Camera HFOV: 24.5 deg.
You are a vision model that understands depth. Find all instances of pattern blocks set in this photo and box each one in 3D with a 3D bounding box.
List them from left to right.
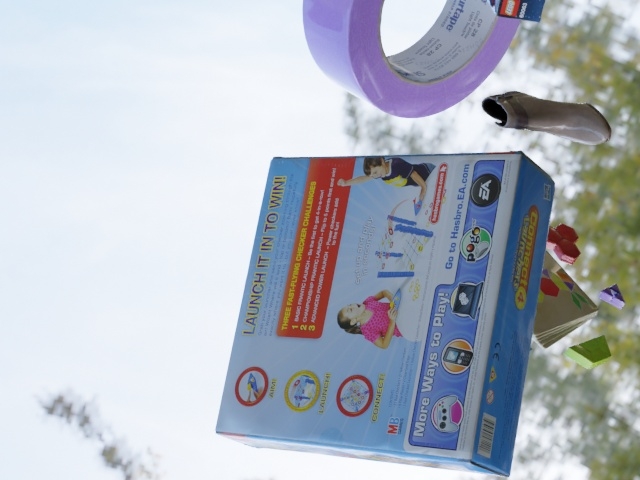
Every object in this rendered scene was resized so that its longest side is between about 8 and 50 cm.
[{"bbox_3d":[0.341,0.086,2.288,0.325,0.026,0.285,-7,-128,-38],"label":"pattern blocks set"}]

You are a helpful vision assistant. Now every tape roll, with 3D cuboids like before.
[{"bbox_3d":[0.114,-0.284,1.712,0.275,0.274,0.090,-11,-149,-36],"label":"tape roll"}]

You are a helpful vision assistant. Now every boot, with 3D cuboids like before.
[{"bbox_3d":[0.218,-0.119,1.454,0.087,0.042,0.118,-2,-162,-29],"label":"boot"}]

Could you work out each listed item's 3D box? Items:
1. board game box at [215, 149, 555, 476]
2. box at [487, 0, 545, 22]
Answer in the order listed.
[{"bbox_3d":[0.064,0.069,1.493,0.302,0.308,0.086,2,163,35],"label":"board game box"},{"bbox_3d":[0.178,-0.319,1.369,0.044,0.159,0.233,6,-153,-9],"label":"box"}]
